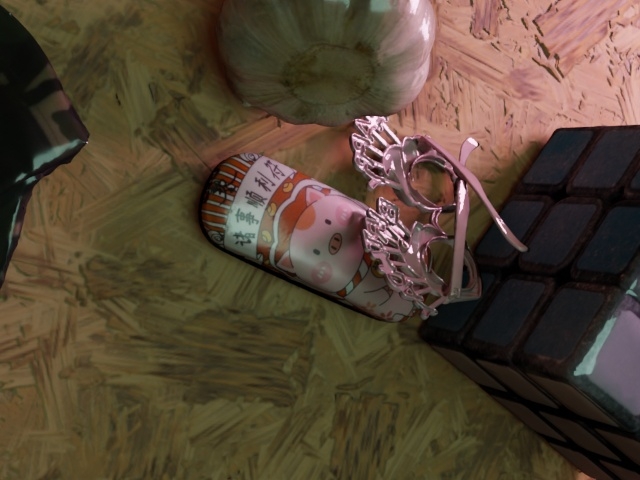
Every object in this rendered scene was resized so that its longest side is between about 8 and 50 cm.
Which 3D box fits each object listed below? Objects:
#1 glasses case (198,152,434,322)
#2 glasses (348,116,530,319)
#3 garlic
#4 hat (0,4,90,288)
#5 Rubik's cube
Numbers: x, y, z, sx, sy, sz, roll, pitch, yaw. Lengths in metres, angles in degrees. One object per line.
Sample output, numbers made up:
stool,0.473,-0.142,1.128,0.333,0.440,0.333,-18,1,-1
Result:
glasses case,0.000,0.000,1.237,0.266,0.067,0.103,25,74,-24
glasses,0.111,-0.037,1.227,0.162,0.095,0.255,11,52,-27
garlic,0.004,-0.230,1.191,0.218,0.218,0.212,23,47,-23
hat,-0.418,-0.029,1.033,0.366,0.257,0.382,10,125,-39
Rubik's cube,0.347,0.079,1.268,0.303,0.301,0.305,38,77,-20
